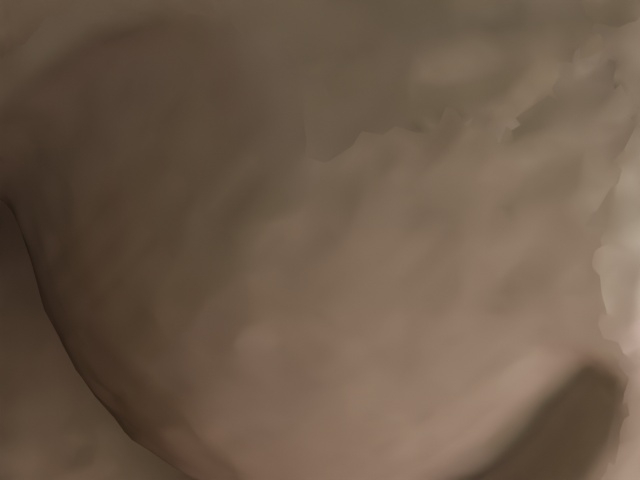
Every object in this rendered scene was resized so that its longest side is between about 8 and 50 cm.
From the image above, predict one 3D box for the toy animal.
[{"bbox_3d":[0.000,0.000,0.447,0.206,0.271,0.265,-49,-173,-39],"label":"toy animal"}]
